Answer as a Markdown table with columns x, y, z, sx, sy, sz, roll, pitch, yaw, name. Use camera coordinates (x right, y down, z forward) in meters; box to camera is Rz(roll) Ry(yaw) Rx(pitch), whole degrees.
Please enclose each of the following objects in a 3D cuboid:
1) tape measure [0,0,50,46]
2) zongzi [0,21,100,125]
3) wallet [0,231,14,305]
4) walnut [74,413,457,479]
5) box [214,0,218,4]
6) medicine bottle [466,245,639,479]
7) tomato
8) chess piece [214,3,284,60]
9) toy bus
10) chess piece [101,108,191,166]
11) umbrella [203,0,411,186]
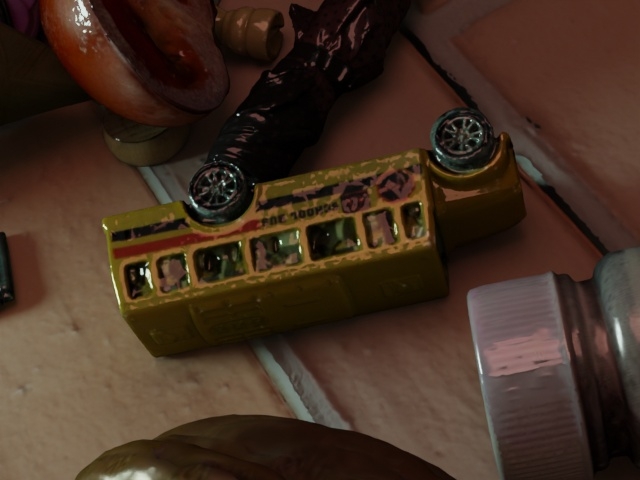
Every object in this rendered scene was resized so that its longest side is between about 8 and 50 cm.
| x | y | z | sx | sy | sz | roll | pitch | yaw | name |
| --- | --- | --- | --- | --- | --- | --- | --- | --- | --- |
| -0.321 | -0.194 | 1.520 | 0.118 | 0.074 | 0.125 | -12 | 50 | 7 | tape measure |
| -0.459 | -0.066 | 1.428 | 0.447 | 0.418 | 0.181 | -56 | 26 | 23 | zongzi |
| -0.338 | 0.040 | 1.377 | 0.129 | 0.026 | 0.088 | -18 | 51 | 2 | wallet |
| -0.032 | 0.254 | 0.973 | 0.344 | 0.306 | 0.306 | 27 | 64 | 27 | walnut |
| -0.187 | -0.357 | 1.624 | 0.273 | 0.048 | 0.265 | 10 | 57 | 22 | box |
| 0.250 | 0.082 | 1.101 | 0.273 | 0.165 | 0.165 | -12 | 52 | 7 | medicine bottle |
| -0.184 | -0.192 | 1.366 | 0.112 | 0.199 | 0.228 | -31 | 50 | 25 | tomato |
| -0.098 | -0.205 | 1.478 | 0.122 | 0.066 | 0.066 | 9 | 56 | 16 | chess piece |
| 0.000 | 0.000 | 1.260 | 0.335 | 0.121 | 0.123 | -12 | 61 | 6 | toy bus |
| -0.161 | -0.107 | 1.435 | 0.083 | 0.038 | 0.084 | -9 | 52 | 12 | chess piece |
| 0.009 | -0.163 | 1.398 | 0.094 | 0.090 | 0.326 | 9 | 54 | 48 | umbrella |
